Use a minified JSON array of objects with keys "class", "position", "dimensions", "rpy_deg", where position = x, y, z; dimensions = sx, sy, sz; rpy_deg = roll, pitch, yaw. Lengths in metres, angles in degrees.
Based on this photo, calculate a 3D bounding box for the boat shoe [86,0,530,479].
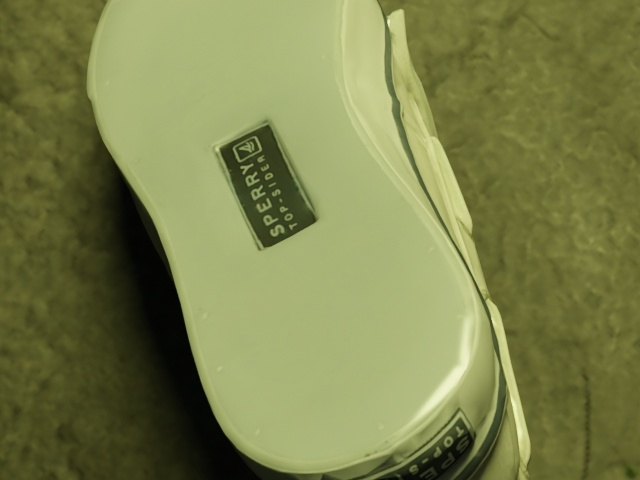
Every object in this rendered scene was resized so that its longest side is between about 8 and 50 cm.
[{"class":"boat shoe","position":[0.008,-0.003,0.650],"dimensions":[0.135,0.156,0.367],"rpy_deg":[-28,41,3]}]
